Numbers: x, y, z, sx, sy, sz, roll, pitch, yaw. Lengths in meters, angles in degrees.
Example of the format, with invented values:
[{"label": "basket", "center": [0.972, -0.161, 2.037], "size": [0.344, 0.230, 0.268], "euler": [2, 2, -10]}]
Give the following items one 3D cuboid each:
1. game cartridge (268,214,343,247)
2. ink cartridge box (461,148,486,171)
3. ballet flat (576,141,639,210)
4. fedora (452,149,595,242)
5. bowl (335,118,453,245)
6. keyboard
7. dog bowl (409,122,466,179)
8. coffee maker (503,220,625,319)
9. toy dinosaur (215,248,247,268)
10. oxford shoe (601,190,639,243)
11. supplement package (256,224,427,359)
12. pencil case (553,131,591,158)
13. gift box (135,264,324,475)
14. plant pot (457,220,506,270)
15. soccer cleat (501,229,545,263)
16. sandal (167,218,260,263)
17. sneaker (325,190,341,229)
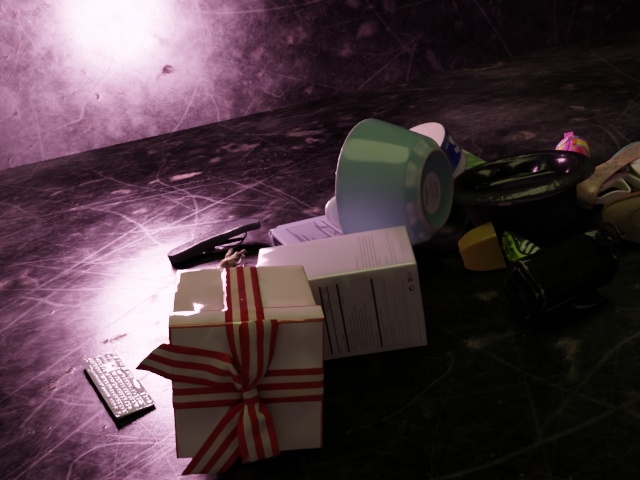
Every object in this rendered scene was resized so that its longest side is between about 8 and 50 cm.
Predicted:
[{"label": "game cartridge", "center": [0.000, 0.000, 1.787], "size": [0.196, 0.060, 0.294], "euler": [-17, 17, -12]}, {"label": "ink cartridge box", "center": [0.394, -0.161, 1.961], "size": [0.062, 0.109, 0.209], "euler": [-16, 23, -10]}, {"label": "ballet flat", "center": [0.730, -0.148, 1.826], "size": [0.316, 0.107, 0.106], "euler": [-27, 47, -24]}, {"label": "fedora", "center": [0.460, -0.090, 1.701], "size": [0.334, 0.152, 0.334], "euler": [-15, 20, 5]}, {"label": "bowl", "center": [0.180, -0.112, 1.617], "size": [0.163, 0.311, 0.311], "euler": [2, 26, 33]}, {"label": "keyboard", "center": [-0.387, 0.267, 1.412], "size": [0.072, 0.014, 0.256], "euler": [-22, 25, -25]}, {"label": "dog bowl", "center": [0.241, -0.183, 1.946], "size": [0.265, 0.104, 0.265], "euler": [-33, 26, 18]}, {"label": "coffee maker", "center": [0.437, 0.051, 1.359], "size": [0.178, 0.171, 0.120], "euler": [-21, 41, -19]}, {"label": "toy dinosaur", "center": [-0.228, 0.063, 1.804], "size": [0.093, 0.053, 0.183], "euler": [-18, 11, 23]}, {"label": "oxford shoe", "center": [0.714, -0.019, 1.471], "size": [0.348, 0.123, 0.130], "euler": [9, 35, 41]}, {"label": "supplement package", "center": [0.037, 0.103, 1.401], "size": [0.293, 0.175, 0.177], "euler": [-9, 24, 4]}, {"label": "pencil case", "center": [0.659, -0.203, 1.961], "size": [0.105, 0.104, 0.236], "euler": [-2, 25, 19]}, {"label": "gift box", "center": [-0.136, 0.197, 1.167], "size": [0.277, 0.255, 0.258], "euler": [-7, 20, -7]}, {"label": "plant pot", "center": [0.342, 0.020, 1.599], "size": [0.083, 0.081, 0.081], "euler": [-19, 21, 12]}, {"label": "soccer cleat", "center": [0.438, 0.030, 1.565], "size": [0.072, 0.060, 0.179], "euler": [-5, 27, -12]}, {"label": "sandal", "center": [-0.273, 0.007, 1.950], "size": [0.255, 0.054, 0.097], "euler": [-23, 17, -6]}, {"label": "sneaker", "center": [0.070, -0.077, 1.747], "size": [0.147, 0.104, 0.296], "euler": [4, 12, 38]}]
